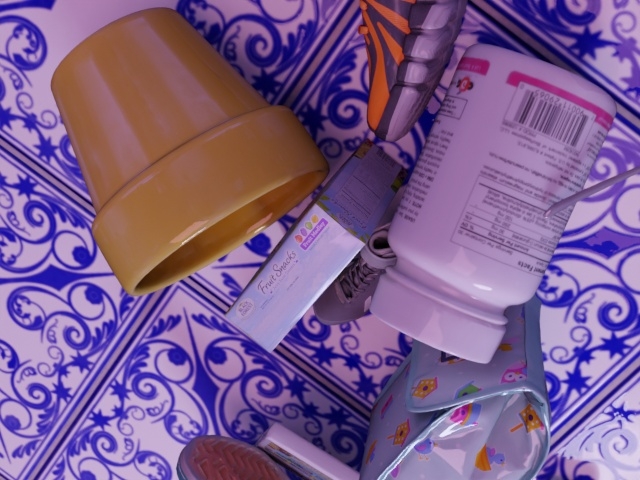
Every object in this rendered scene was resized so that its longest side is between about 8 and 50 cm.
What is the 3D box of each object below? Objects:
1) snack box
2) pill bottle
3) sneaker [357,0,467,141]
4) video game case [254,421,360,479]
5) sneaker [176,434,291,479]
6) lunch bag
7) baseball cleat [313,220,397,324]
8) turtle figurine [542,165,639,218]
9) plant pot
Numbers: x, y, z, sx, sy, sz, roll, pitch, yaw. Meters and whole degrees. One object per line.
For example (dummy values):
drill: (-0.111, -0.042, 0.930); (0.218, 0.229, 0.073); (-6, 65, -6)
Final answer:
snack box: (0.000, 0.000, 1.066); (0.070, 0.207, 0.174); (38, 118, -3)
pill bottle: (0.163, -0.034, 0.976); (0.160, 0.160, 0.283); (24, 96, 5)
sneaker: (0.056, -0.269, 0.987); (0.180, 0.124, 0.321); (18, 107, 13)
video game case: (0.025, 0.301, 1.227); (0.227, 0.026, 0.206); (32, 163, 1)
sneaker: (-0.072, 0.361, 1.261); (0.302, 0.108, 0.121); (36, 127, -17)
lunch bag: (0.158, 0.185, 1.094); (0.160, 0.223, 0.262); (28, 118, -5)
baseball cleat: (0.054, 0.027, 1.119); (0.206, 0.109, 0.072); (-38, 65, 22)
turtle figurine: (0.407, -0.036, 0.911); (0.266, 0.274, 0.198); (-55, 46, 11)
plant pot: (-0.158, -0.105, 1.060); (0.254, 0.254, 0.239); (-37, 83, 28)
